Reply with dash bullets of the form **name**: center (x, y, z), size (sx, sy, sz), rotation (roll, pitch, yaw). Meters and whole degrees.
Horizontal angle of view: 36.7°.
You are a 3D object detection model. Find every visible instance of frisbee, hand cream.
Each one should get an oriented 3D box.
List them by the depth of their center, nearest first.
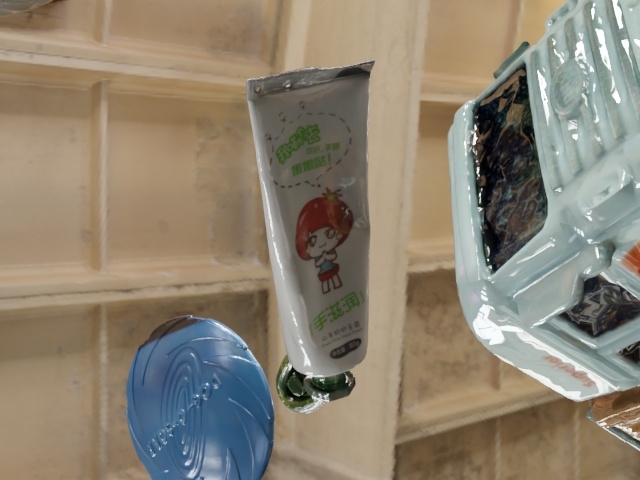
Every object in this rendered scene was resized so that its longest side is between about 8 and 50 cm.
- **hand cream**: center (0.000, 0.000, 0.889), size (0.121, 0.076, 0.336), rotation (-20, -58, -27)
- **frisbee**: center (-0.160, 0.213, 1.180), size (0.045, 0.242, 0.242), rotation (-3, -80, -56)

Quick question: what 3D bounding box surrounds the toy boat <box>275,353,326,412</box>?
- **toy boat**: center (-0.019, 0.217, 1.565), size (0.052, 0.210, 0.104), rotation (-31, -103, -35)

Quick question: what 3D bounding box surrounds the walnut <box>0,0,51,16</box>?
- **walnut**: center (-0.299, -0.303, 0.854), size (0.224, 0.224, 0.224), rotation (-10, -76, -42)

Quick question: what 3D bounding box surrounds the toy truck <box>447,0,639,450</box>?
- **toy truck**: center (0.184, 0.025, 0.406), size (0.305, 0.162, 0.136), rotation (31, -139, -27)
